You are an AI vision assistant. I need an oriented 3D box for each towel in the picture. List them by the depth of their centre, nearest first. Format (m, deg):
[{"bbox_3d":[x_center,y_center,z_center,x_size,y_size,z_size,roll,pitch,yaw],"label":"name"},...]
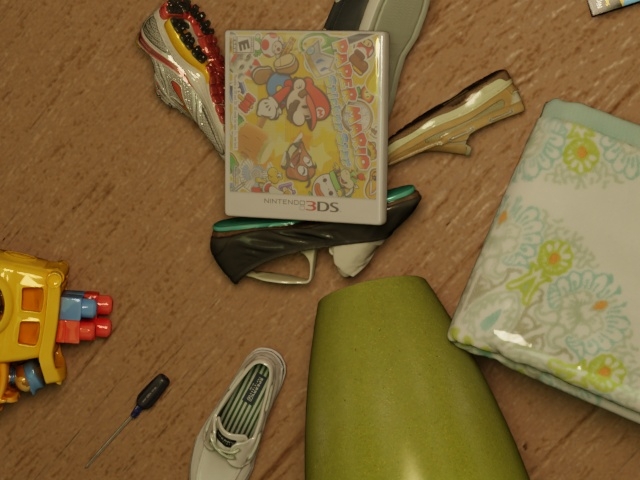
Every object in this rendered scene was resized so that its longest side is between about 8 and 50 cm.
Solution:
[{"bbox_3d":[0.376,0.041,1.740,0.374,0.090,0.320,23,75,6],"label":"towel"}]

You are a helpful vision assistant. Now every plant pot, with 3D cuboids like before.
[{"bbox_3d":[0.093,0.201,1.793,0.274,0.275,0.293,-14,75,10],"label":"plant pot"}]

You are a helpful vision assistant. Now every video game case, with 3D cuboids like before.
[{"bbox_3d":[-0.019,-0.136,1.792,0.206,0.026,0.227,4,98,22],"label":"video game case"}]

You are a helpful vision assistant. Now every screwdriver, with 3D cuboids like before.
[{"bbox_3d":[-0.251,0.239,1.958,0.025,0.024,0.170,31,106,-22],"label":"screwdriver"}]

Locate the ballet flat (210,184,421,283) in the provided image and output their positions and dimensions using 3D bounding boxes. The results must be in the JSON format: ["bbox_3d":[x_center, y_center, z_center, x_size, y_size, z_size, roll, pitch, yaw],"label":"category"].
[{"bbox_3d":[0.000,0.000,1.868,0.280,0.095,0.096,-10,101,20],"label":"ballet flat"}]

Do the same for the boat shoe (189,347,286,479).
[{"bbox_3d":[-0.115,0.240,1.903,0.083,0.076,0.226,21,97,8],"label":"boat shoe"}]

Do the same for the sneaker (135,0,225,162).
[{"bbox_3d":[-0.151,-0.190,1.891,0.092,0.088,0.225,-27,93,37],"label":"sneaker"}]

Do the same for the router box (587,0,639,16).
[{"bbox_3d":[0.363,-0.371,1.798,0.133,0.046,0.179,-17,90,11],"label":"router box"}]

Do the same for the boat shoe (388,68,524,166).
[{"bbox_3d":[0.162,-0.133,1.841,0.190,0.068,0.072,-30,100,10],"label":"boat shoe"}]

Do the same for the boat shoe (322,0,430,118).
[{"bbox_3d":[0.038,-0.208,1.845,0.091,0.114,0.302,45,113,44],"label":"boat shoe"}]

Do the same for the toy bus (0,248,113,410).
[{"bbox_3d":[-0.376,0.122,1.921,0.211,0.149,0.220,7,97,-7],"label":"toy bus"}]
